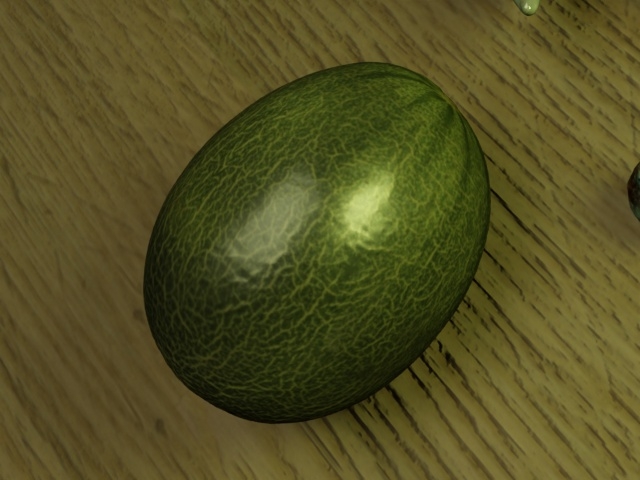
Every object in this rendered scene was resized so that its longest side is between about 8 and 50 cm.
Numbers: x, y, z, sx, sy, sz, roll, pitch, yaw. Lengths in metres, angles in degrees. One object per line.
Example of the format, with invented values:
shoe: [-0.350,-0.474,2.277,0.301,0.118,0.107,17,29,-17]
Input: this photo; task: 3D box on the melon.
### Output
melon: [0.000,0.000,1.256,0.301,0.237,0.237,-49,48,7]

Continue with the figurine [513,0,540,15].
figurine: [0.265,-0.268,1.241,0.283,0.204,0.338,-47,61,4]

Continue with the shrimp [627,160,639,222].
shrimp: [0.324,-0.032,1.119,0.233,0.079,0.090,-1,33,36]
